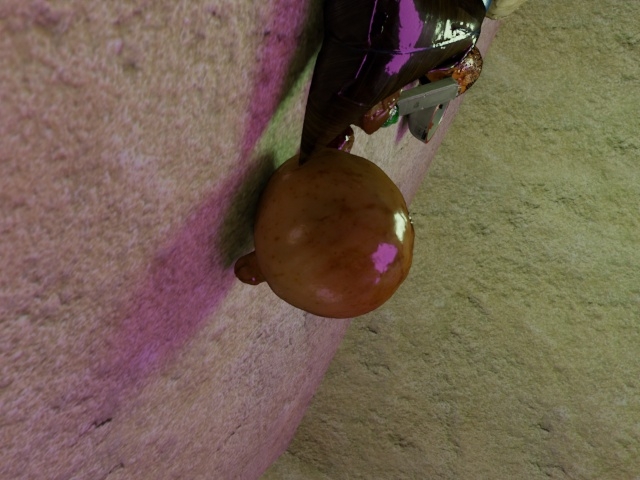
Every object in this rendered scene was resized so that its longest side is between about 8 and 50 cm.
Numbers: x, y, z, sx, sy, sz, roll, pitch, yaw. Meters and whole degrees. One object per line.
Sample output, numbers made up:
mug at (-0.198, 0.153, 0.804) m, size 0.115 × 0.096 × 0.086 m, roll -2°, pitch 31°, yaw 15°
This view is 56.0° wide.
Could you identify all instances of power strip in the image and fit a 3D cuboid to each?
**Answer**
power strip at (0.348, -0.485, 2.031) m, size 0.272 × 0.052 × 0.078 m, roll -20°, pitch 149°, yaw -15°

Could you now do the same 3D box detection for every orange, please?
orange at (0.459, -0.610, 2.137) m, size 0.234 × 0.182 × 0.235 m, roll -13°, pitch 141°, yaw -11°

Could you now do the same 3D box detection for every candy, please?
candy at (0.147, -0.390, 1.726) m, size 0.097 × 0.097 × 0.323 m, roll -65°, pitch 158°, yaw 9°

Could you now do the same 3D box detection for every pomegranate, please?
pomegranate at (0.000, 0.000, 1.330) m, size 0.410 × 0.409 × 0.410 m, roll -57°, pitch 166°, yaw -23°

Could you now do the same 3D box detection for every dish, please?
dish at (0.421, -0.522, 2.380) m, size 0.256 × 0.117 × 0.256 m, roll -56°, pitch 165°, yaw -24°

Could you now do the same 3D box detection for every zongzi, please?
zongzi at (0.144, -0.350, 1.258) m, size 0.403 × 0.207 × 0.433 m, roll -5°, pitch 122°, yaw -46°

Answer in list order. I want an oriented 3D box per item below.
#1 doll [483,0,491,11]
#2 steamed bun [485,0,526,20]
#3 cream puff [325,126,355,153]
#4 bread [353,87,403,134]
doll at (0.325, -0.659, 1.481) m, size 0.284 × 0.240 × 0.310 m, roll -94°, pitch -156°, yaw -54°
steamed bun at (0.738, -1.027, 2.322) m, size 0.372 × 0.231 × 0.325 m, roll -30°, pitch 176°, yaw -8°
cream puff at (0.026, -0.231, 1.512) m, size 0.149 × 0.084 × 0.149 m, roll -56°, pitch 168°, yaw -18°
bread at (0.133, -0.397, 1.451) m, size 0.270 × 0.147 × 0.270 m, roll -57°, pitch 165°, yaw -24°
